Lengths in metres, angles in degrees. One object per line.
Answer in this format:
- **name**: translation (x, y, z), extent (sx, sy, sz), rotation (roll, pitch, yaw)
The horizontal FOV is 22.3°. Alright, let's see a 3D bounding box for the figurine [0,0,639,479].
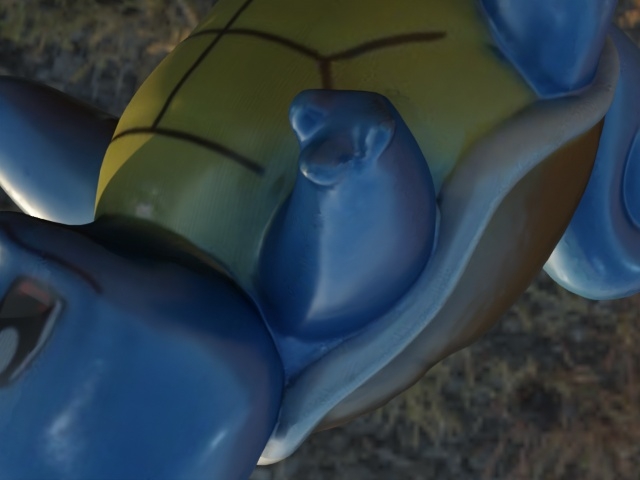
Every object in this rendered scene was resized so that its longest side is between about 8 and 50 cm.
- **figurine**: translation (0.002, -0.039, 0.668), extent (0.298, 0.416, 0.243), rotation (19, 124, 46)
